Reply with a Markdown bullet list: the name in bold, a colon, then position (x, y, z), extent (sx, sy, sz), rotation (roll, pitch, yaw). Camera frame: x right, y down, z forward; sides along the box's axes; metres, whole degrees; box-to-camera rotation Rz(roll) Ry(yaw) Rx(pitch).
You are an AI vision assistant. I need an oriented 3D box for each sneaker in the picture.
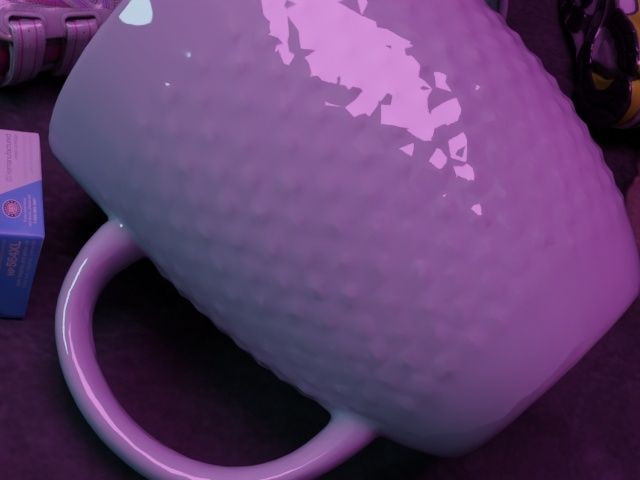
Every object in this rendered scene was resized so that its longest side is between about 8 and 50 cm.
- **sneaker**: position (-0.221, -0.161, 0.907), extent (0.252, 0.103, 0.111), rotation (8, 53, -9)
- **sneaker**: position (0.319, -0.210, 1.192), extent (0.121, 0.111, 0.300), rotation (21, 51, -20)

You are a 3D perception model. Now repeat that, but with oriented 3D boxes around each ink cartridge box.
- **ink cartridge box**: position (-0.257, -0.014, 0.763), extent (0.143, 0.090, 0.092), rotation (4, 51, -22)

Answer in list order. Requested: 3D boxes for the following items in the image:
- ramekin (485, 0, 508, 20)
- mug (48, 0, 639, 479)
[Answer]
- **ramekin**: position (0.052, -0.220, 1.004), extent (0.207, 0.207, 0.109), rotation (18, 38, -10)
- **mug**: position (0.000, 0.000, 0.775), extent (0.374, 0.276, 0.328), rotation (-43, 83, -11)
